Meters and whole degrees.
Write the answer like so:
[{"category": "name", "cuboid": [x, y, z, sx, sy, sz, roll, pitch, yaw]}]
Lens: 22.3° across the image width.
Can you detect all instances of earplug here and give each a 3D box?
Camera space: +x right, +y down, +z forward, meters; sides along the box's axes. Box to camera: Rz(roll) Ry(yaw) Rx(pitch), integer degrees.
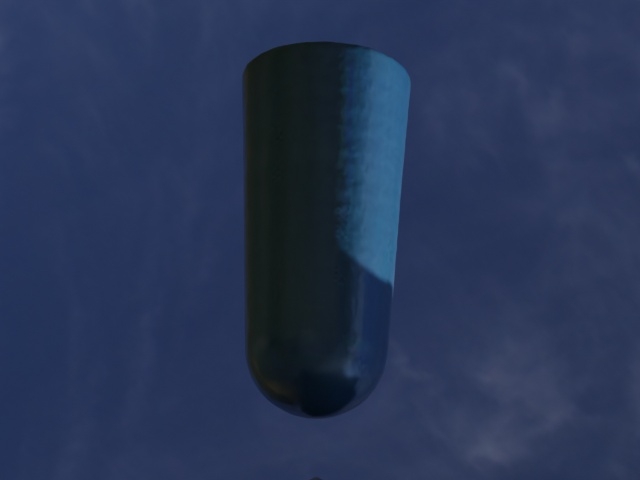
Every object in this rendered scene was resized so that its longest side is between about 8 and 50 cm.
[{"category": "earplug", "cuboid": [0.000, 0.000, 1.221, 0.132, 0.132, 0.273, -10, -115, 27]}]

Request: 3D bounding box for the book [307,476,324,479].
[{"category": "book", "cuboid": [0.138, 0.275, 1.073, 0.428, 0.300, 0.039, 20, -82, 14]}]
